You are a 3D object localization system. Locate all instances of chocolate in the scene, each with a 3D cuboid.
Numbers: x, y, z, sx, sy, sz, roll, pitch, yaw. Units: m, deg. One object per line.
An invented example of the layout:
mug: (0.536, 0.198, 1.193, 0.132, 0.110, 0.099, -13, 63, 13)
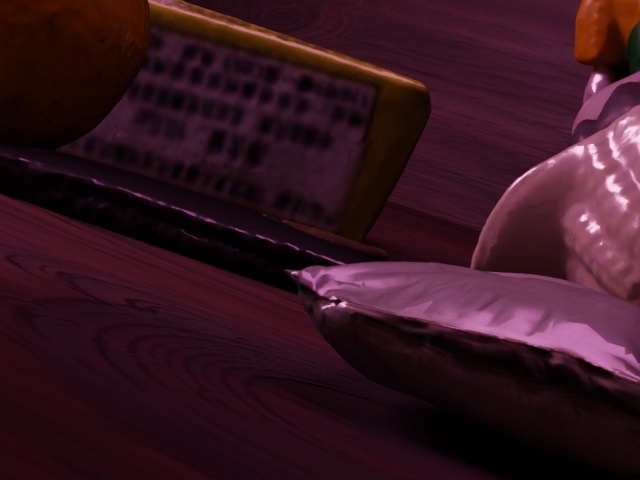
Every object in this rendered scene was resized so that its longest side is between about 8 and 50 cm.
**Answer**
chocolate: (-0.077, -0.098, 1.016, 0.301, 0.137, 0.289, 16, 4, 0)

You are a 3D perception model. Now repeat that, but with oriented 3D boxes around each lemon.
lemon: (-0.182, -0.125, 0.733, 0.170, 0.170, 0.207, 17, 5, -2)

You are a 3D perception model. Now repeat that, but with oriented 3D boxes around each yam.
yam: (0.000, 0.000, 0.860, 0.107, 0.014, 0.014, 15, 5, -30)

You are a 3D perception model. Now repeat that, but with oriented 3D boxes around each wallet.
wallet: (-0.051, -0.007, 0.662, 0.244, 0.025, 0.124, 18, 4, 11)

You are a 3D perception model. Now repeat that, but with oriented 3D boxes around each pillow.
pillow: (0.083, 0.039, 0.443, 0.128, 0.051, 0.229, 22, 4, 22)

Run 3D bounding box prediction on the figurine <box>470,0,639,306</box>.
figurine: (0.207, -0.075, 0.644, 0.185, 0.332, 0.204, 32, -24, -31)
